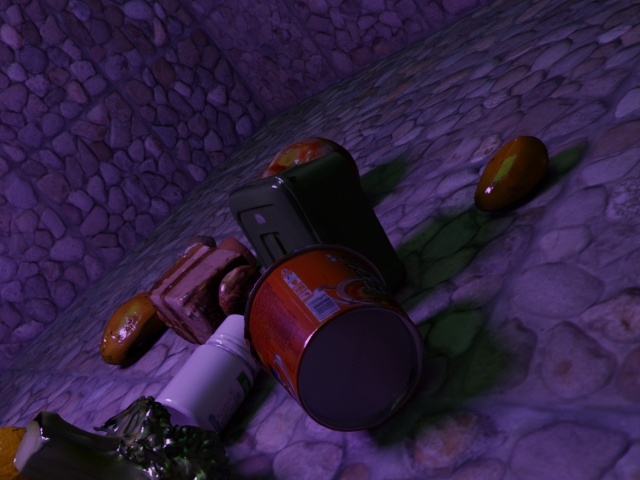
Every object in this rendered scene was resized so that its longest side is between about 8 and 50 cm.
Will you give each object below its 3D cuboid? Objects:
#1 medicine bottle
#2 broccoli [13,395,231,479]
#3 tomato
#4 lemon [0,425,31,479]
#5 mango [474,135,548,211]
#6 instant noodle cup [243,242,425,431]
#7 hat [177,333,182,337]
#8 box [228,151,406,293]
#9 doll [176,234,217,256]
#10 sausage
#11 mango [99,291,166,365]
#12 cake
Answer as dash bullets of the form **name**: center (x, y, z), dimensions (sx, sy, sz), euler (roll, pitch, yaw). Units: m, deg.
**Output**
- **medicine bottle**: center (-0.198, 0.263, 1.350), dimensions (0.139, 0.139, 0.237), euler (-20, 26, 45)
- **broccoli**: center (-0.311, 0.381, 1.087), dimensions (0.338, 0.317, 0.277), euler (132, 162, -77)
- **tomato**: center (-0.020, -0.128, 1.824), dimensions (0.270, 0.222, 0.270), euler (-20, 40, 18)
- **lemon**: center (-0.737, 0.535, 1.644), dimensions (0.231, 0.192, 0.192), euler (-24, 22, 23)
- **mango**: center (0.353, -0.123, 1.297), dimensions (0.165, 0.089, 0.115), euler (-49, 19, -20)
- **instant noodle cup**: center (0.025, 0.149, 1.050), dimensions (0.250, 0.250, 0.192), euler (-40, 25, -4)
- **hat**: center (-0.310, 0.212, 1.829), dimensions (0.146, 0.067, 0.146), euler (-3, 51, 4)
- **box**: center (0.000, 0.000, 1.326), dimensions (0.178, 0.329, 0.253), euler (-38, 16, -27)
- **doll**: center (-0.392, 0.038, 2.338), dimensions (0.105, 0.115, 0.221), euler (-42, 9, 24)
- **sausage**: center (-0.311, 0.123, 1.931), dimensions (0.304, 0.121, 0.121), euler (-46, 19, -20)
- **mango**: center (-0.543, 0.257, 2.057), dimensions (0.249, 0.151, 0.156), euler (-54, -8, -25)
- **cake**: center (-0.239, 0.143, 1.640), dimensions (0.199, 0.196, 0.293), euler (-44, 28, -24)
